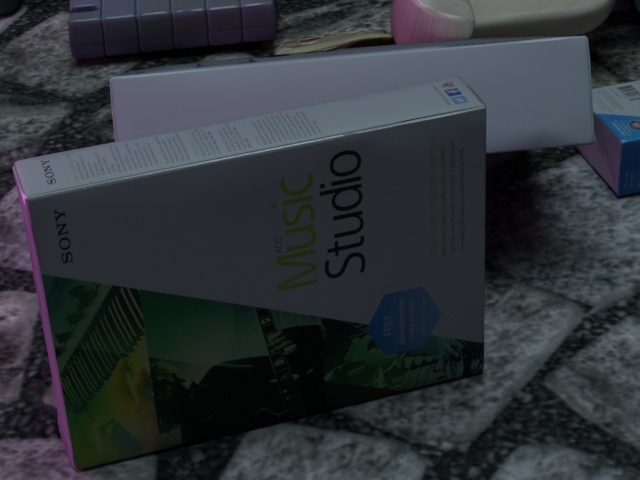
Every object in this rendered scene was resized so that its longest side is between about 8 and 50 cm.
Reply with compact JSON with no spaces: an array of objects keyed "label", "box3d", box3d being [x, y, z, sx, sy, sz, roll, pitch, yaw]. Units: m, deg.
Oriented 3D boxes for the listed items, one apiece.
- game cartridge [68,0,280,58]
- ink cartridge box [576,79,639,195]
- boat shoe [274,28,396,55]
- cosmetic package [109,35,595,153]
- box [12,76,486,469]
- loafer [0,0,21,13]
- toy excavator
[{"label":"game cartridge","box3d":[-0.170,-0.311,1.782,0.230,0.068,0.355,-2,33,-6]},{"label":"ink cartridge box","box3d":[0.335,-0.104,1.418,0.180,0.060,0.104,-11,33,-11]},{"label":"boat shoe","box3d":[0.028,-0.190,1.583,0.153,0.056,0.048,-10,38,3]},{"label":"cosmetic package","box3d":[0.017,-0.117,1.336,0.377,0.097,0.284,-5,9,-4]},{"label":"box","box3d":[-0.039,0.024,1.097,0.322,0.232,0.058,-12,33,-12]},{"label":"loafer","box3d":[-0.405,-0.353,1.837,0.096,0.084,0.267,-15,35,-14]},{"label":"toy excavator","box3d":[0.322,-0.318,1.605,0.433,0.222,0.445,14,50,5]}]
